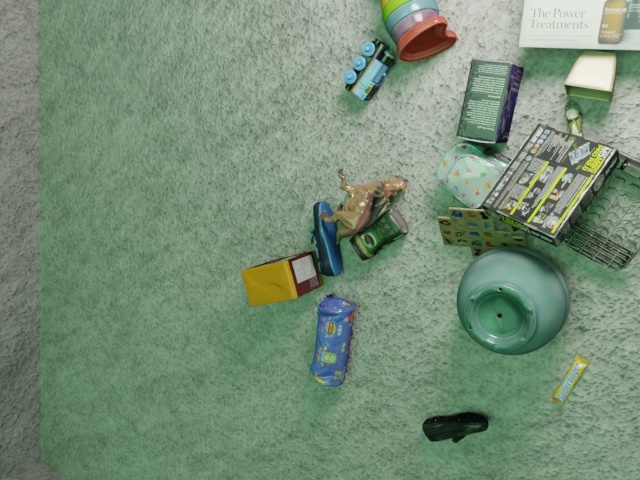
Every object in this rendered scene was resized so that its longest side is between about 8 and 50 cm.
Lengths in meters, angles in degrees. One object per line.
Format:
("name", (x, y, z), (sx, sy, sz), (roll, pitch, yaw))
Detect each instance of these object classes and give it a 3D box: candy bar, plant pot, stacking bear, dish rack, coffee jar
("candy bar", (0.703, 0.395, 1.557), (0.040, 0.018, 0.161), (30, 113, 23))
("plant pot", (0.676, -0.410, 1.366), (0.109, 0.109, 0.096), (19, 98, 27))
("plant pot", (0.484, 0.177, 1.445), (0.293, 0.196, 0.293), (7, 104, 28))
("stacking bear", (0.244, -0.669, 1.549), (0.164, 0.175, 0.289), (-23, 78, 25))
("dish rack", (0.753, -0.070, 1.406), (0.208, 0.074, 0.271), (35, 117, 22))
("coffee jar", (0.182, -0.016, 1.752), (0.184, 0.079, 0.096), (-36, 81, 30))

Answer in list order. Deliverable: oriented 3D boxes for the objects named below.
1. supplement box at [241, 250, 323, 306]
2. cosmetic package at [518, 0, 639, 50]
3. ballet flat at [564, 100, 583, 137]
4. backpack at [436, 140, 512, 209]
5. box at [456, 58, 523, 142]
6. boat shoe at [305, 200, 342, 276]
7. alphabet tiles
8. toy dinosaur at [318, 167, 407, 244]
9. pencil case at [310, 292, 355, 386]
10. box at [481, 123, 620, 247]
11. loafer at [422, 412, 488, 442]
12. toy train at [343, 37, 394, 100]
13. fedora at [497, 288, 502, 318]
("supplement box", (-0.128, 0.130, 1.899), (0.191, 0.194, 0.129), (-13, 93, 32))
("cosmetic package", (0.679, -0.594, 1.286), (0.377, 0.097, 0.284), (10, 113, 24))
("ballet flat", (0.657, -0.307, 1.432), (0.041, 0.041, 0.114), (-10, 94, 32))
("backpack", (0.420, -0.186, 1.540), (0.188, 0.144, 0.166), (39, 122, 22))
("box", (0.453, -0.368, 1.477), (0.108, 0.153, 0.207), (16, 108, 27))
("boat shoe", (0.000, 0.000, 1.851), (0.089, 0.109, 0.258), (-4, 95, 35))
("alphabet tiles", (0.454, -0.018, 1.559), (0.237, 0.009, 0.198), (6, 141, 30))
("toy dinosaur", (0.124, -0.095, 1.725), (0.200, 0.127, 0.295), (34, 106, 30))
("pencil case", (0.037, 0.342, 1.884), (0.133, 0.119, 0.306), (6, 104, 1))
("box", (0.572, -0.144, 1.389), (0.216, 0.060, 0.270), (33, 86, 40))
("loafer", (0.426, 0.591, 1.733), (0.223, 0.076, 0.078), (-20, 94, 37))
("toy train", (0.150, -0.517, 1.677), (0.105, 0.080, 0.184), (40, 115, 8))
("fedora", (0.575, 0.157, 1.550), (0.194, 0.079, 0.194), (6, 103, 27))
